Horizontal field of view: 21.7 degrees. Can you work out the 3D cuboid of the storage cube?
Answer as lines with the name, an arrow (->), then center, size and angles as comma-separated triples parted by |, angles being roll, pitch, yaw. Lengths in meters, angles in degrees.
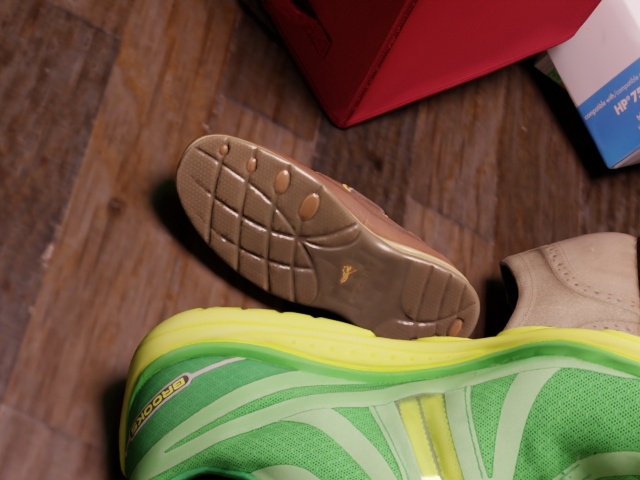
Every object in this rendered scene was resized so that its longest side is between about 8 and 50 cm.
storage cube -> 0.068, -0.211, 0.946 | 0.215, 0.193, 0.183 | -24, 73, -26

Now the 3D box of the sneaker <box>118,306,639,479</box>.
sneaker -> 0.051, 0.103, 0.713 | 0.109, 0.295, 0.123 | 59, 37, -56

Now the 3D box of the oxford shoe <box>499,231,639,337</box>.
oxford shoe -> 0.130, 0.124, 0.829 | 0.130, 0.123, 0.348 | -3, 34, 15

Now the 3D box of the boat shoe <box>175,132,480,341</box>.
boat shoe -> 0.001, 0.000, 0.867 | 0.178, 0.064, 0.060 | 31, 13, -17

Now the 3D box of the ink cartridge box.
ink cartridge box -> 0.202, -0.172, 1.093 | 0.134, 0.078, 0.231 | -13, 72, -40

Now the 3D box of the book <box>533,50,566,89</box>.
book -> 0.215, -0.110, 1.140 | 0.144, 0.035, 0.096 | 34, 47, -13
